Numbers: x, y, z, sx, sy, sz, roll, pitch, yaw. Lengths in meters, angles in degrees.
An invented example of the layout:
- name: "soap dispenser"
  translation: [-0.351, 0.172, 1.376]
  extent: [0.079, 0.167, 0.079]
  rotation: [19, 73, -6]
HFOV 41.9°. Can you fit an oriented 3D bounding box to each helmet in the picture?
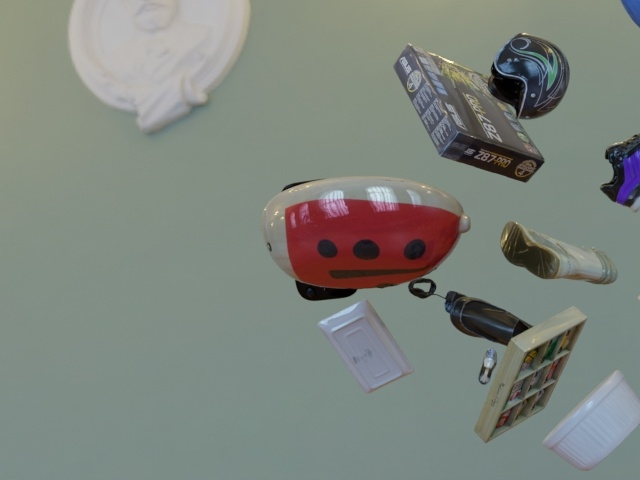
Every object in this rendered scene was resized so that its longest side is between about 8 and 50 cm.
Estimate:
- name: "helmet"
  translation: [0.448, -0.345, 1.776]
  extent: [0.169, 0.161, 0.169]
  rotation: [-46, -14, -14]

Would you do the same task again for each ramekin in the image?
- name: "ramekin"
  translation: [0.704, 0.467, 2.123]
  extent: [0.273, 0.127, 0.273]
  rotation: [-39, -19, -16]

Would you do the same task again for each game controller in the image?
- name: "game controller"
  translation: [0.000, 0.000, 2.123]
  extent: [0.167, 0.319, 0.067]
  rotation: [-5, 17, 20]

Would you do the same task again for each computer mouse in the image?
- name: "computer mouse"
  translation: [0.303, 0.148, 2.087]
  extent: [0.242, 0.071, 0.041]
  rotation: [26, -17, -32]

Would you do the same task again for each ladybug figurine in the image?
- name: "ladybug figurine"
  translation: [0.084, -0.003, 1.724]
  extent: [0.450, 0.161, 0.305]
  rotation: [-6, -31, 23]

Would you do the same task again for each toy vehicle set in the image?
- name: "toy vehicle set"
  translation: [0.381, 0.248, 1.528]
  extent: [0.166, 0.035, 0.266]
  rotation: [-22, -40, -29]

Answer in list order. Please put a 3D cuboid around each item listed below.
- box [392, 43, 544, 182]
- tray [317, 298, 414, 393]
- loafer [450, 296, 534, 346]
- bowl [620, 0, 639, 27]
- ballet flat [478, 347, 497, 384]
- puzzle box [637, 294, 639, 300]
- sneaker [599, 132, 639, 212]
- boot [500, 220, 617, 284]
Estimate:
- name: "box"
  translation: [0.396, -0.346, 2.269]
  extent: [0.318, 0.394, 0.097]
  rotation: [12, -49, -30]
- name: "tray"
  translation: [0.118, 0.278, 2.108]
  extent: [0.145, 0.270, 0.030]
  rotation: [-28, 28, 12]
- name: "loafer"
  translation: [0.369, 0.171, 1.705]
  extent: [0.220, 0.080, 0.078]
  rotation: [20, -9, -18]
- name: "bowl"
  translation: [0.837, -0.652, 1.907]
  extent: [0.392, 0.390, 0.077]
  rotation: [-5, 5, -23]
- name: "ballet flat"
  translation: [0.475, 0.362, 2.370]
  extent: [0.041, 0.114, 0.041]
  rotation: [10, 22, -4]
- name: "puzzle box"
  translation: [1.014, 0.278, 2.215]
  extent: [0.052, 0.272, 0.409]
  rotation: [-50, 7, 14]
- name: "sneaker"
  translation: [0.821, -0.229, 2.162]
  extent: [0.146, 0.293, 0.102]
  rotation: [25, 15, 8]
- name: "boot"
  translation: [0.469, 0.028, 1.661]
  extent: [0.165, 0.077, 0.213]
  rotation: [7, 18, -21]
